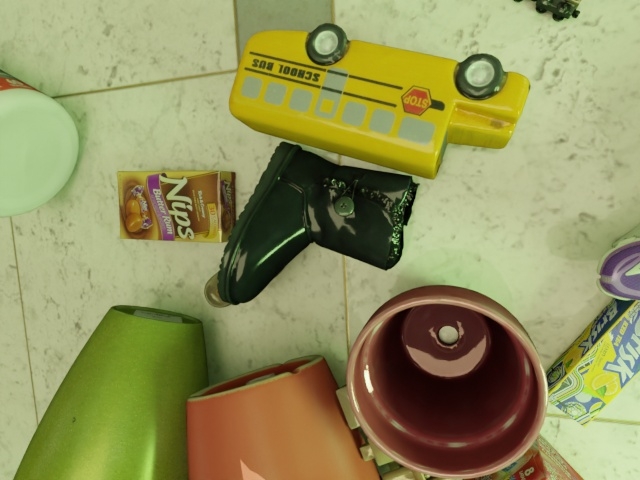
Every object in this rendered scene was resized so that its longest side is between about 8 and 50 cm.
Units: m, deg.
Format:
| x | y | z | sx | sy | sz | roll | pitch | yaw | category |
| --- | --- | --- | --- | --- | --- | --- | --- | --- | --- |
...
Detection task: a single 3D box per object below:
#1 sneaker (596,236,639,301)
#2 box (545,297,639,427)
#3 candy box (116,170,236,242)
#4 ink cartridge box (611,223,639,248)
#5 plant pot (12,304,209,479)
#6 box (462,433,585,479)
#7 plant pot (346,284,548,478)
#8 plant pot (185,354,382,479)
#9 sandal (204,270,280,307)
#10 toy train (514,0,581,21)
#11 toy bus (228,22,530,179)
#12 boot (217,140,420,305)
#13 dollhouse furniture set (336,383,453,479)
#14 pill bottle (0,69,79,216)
| x | y | z | sx | sy | sz | roll | pitch | yaw | category |
| --- | --- | --- | --- | --- | --- | --- | --- | --- | --- |
| 0.346 | 0.033 | 0.393 | 0.170 | 0.071 | 0.068 | 3 | 99 | 20 | sneaker |
| 0.347 | 0.139 | 0.536 | 0.059 | 0.054 | 0.169 | 36 | 105 | 10 | box |
| -0.226 | -0.055 | 0.694 | 0.186 | 0.053 | 0.109 | 2 | 97 | 16 | candy box |
| 0.500 | -0.004 | 0.435 | 0.283 | 0.117 | 0.207 | -43 | 83 | 18 | ink cartridge box |
| -0.281 | 0.254 | 0.662 | 0.275 | 0.275 | 0.293 | 10 | 84 | 16 | plant pot |
| 0.309 | 0.384 | 0.543 | 0.128 | 0.122 | 0.257 | -45 | 83 | 17 | box |
| 0.148 | 0.142 | 0.533 | 0.201 | 0.180 | 0.201 | 2 | 97 | 17 | plant pot |
| -0.054 | 0.298 | 0.587 | 0.275 | 0.275 | 0.243 | -19 | 81 | 19 | plant pot |
| -0.117 | 0.047 | 0.673 | 0.180 | 0.049 | 0.072 | -38 | 85 | 18 | sandal |
| 0.239 | -0.310 | 0.528 | 0.158 | 0.027 | 0.036 | 34 | 95 | 11 | toy train |
| 0.065 | -0.168 | 0.546 | 0.332 | 0.108 | 0.130 | 18 | 91 | 15 | toy bus |
| 0.000 | 0.000 | 0.582 | 0.207 | 0.094 | 0.246 | 21 | 79 | 16 | boot |
| 0.123 | 0.239 | 0.588 | 0.123 | 0.144 | 0.151 | -27 | 74 | 14 | dollhouse furniture set |
| -0.603 | -0.205 | 0.709 | 0.363 | 0.210 | 0.210 | 29 | 105 | 12 | pill bottle |
